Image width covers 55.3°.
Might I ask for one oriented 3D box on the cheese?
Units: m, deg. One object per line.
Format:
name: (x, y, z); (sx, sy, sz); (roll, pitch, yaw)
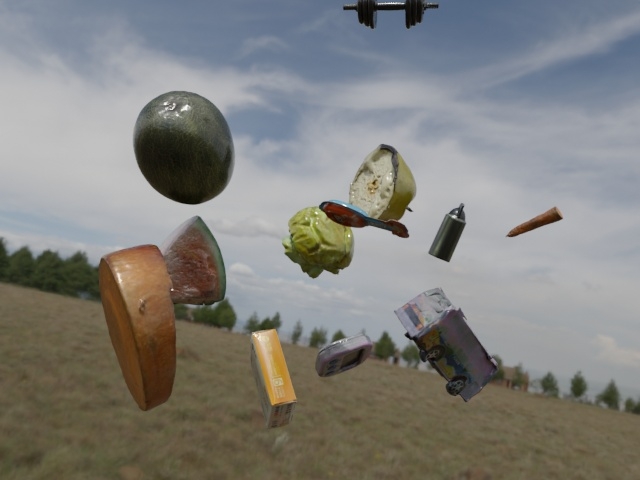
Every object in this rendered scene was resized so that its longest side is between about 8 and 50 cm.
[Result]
cheese: (0.102, -0.052, 1.502); (0.256, 0.037, 0.106); (18, -19, 29)

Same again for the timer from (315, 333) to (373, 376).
timer: (0.076, 0.389, 2.066); (0.191, 0.069, 0.208); (-16, -30, -18)

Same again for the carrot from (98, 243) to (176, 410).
carrot: (-0.324, 0.161, 1.109); (0.100, 0.307, 0.258); (-12, 23, -25)

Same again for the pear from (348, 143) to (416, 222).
pear: (0.218, -0.157, 1.920); (0.178, 0.266, 0.267); (14, -10, -33)

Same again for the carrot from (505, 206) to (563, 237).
carrot: (0.811, -0.061, 2.332); (0.224, 0.057, 0.057); (-28, -32, 34)

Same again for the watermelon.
watermelon: (-0.388, 0.114, 1.719); (0.222, 0.319, 0.292); (40, -13, -12)

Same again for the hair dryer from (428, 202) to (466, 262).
hair dryer: (0.441, -0.040, 2.084); (0.078, 0.195, 0.248); (24, 9, 6)

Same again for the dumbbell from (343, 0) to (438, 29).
dumbbell: (0.154, -0.515, 1.341); (0.209, 0.099, 0.099); (3, -10, 10)

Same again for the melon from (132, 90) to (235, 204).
melon: (-0.328, -0.217, 1.489); (0.238, 0.237, 0.301); (9, -33, 10)

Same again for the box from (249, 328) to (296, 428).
box: (-0.165, 0.464, 2.049); (0.091, 0.273, 0.220); (-10, -33, -17)

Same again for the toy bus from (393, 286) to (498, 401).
toy bus: (0.291, 0.238, 1.374); (0.317, 0.138, 0.112); (48, 7, -40)

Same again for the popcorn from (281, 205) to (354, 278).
popcorn: (0.000, 0.000, 1.759); (0.184, 0.204, 0.221); (-27, -42, 31)
